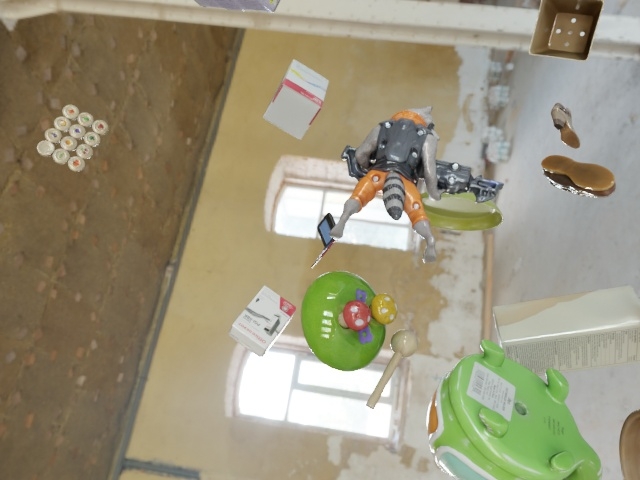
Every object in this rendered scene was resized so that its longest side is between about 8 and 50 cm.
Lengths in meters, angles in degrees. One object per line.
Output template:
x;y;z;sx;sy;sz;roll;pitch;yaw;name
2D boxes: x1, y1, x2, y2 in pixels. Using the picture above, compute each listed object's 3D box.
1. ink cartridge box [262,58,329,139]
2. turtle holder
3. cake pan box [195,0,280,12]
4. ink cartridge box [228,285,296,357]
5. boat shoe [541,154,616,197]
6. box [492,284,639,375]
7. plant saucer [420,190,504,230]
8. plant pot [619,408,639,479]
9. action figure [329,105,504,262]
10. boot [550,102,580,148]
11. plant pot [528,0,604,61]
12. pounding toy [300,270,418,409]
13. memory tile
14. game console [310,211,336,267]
-0.067;-0.406;1.560;0.128;0.127;0.176;-51;18;39;ink cartridge box
0.349;0.356;1.013;0.243;0.321;0.227;-96;27;-46;turtle holder
-0.226;-0.512;0.972;0.246;0.267;0.070;31;-94;-47;cake pan box
-0.134;0.189;1.275;0.135;0.099;0.056;-53;-6;-36;ink cartridge box
0.605;-0.141;1.271;0.073;0.073;0.207;58;178;-30;boat shoe
0.575;0.216;1.263;0.121;0.311;0.147;-83;-21;-52;box
0.338;-0.079;1.373;0.241;0.241;0.037;77;-157;-75;plant saucer
0.454;0.298;0.606;0.237;0.110;0.237;169;90;-87;plant pot
0.194;-0.128;1.063;0.178;0.342;0.330;83;-163;-60;action figure
0.659;-0.312;1.455;0.042;0.118;0.087;-22;36;48;boot
0.480;-0.408;1.056;0.096;0.109;0.109;-26;-51;-57;plant pot
0.086;0.151;0.953;0.110;0.237;0.183;-28;17;50;pounding toy
-0.587;-0.245;1.295;0.148;0.113;0.012;-67;14;-20;memory tile
0.000;0.000;1.656;0.124;0.085;0.144;67;159;11;game console
